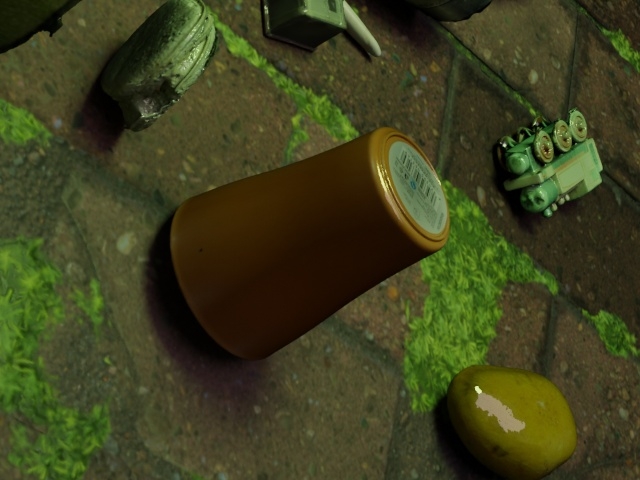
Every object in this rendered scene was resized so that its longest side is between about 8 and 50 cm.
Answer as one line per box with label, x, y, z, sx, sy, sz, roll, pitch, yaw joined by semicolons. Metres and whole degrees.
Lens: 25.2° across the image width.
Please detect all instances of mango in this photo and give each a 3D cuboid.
mango;0.225;0.213;1.720;0.195;0.098;0.137;33;55;-26

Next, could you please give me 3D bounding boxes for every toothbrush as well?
toothbrush;-0.025;-0.328;1.706;0.307;0.025;0.029;47;54;-24

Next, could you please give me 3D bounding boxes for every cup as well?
cup;0.000;0.000;1.445;0.226;0.264;0.182;6;62;-58

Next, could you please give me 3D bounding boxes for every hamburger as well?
hamburger;-0.156;-0.178;1.422;0.062;0.140;0.133;44;14;-27

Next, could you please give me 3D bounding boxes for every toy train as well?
toy train;0.314;-0.103;1.950;0.194;0.080;0.125;-31;103;-50

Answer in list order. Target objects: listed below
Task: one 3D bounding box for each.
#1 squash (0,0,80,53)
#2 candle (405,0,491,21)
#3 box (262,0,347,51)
squash;-0.348;-0.351;1.188;0.384;0.263;0.263;38;51;-32
candle;0.096;-0.407;1.749;0.330;0.187;0.187;27;57;-37
box;-0.017;-0.263;1.660;0.084;0.063;0.060;12;68;-44
